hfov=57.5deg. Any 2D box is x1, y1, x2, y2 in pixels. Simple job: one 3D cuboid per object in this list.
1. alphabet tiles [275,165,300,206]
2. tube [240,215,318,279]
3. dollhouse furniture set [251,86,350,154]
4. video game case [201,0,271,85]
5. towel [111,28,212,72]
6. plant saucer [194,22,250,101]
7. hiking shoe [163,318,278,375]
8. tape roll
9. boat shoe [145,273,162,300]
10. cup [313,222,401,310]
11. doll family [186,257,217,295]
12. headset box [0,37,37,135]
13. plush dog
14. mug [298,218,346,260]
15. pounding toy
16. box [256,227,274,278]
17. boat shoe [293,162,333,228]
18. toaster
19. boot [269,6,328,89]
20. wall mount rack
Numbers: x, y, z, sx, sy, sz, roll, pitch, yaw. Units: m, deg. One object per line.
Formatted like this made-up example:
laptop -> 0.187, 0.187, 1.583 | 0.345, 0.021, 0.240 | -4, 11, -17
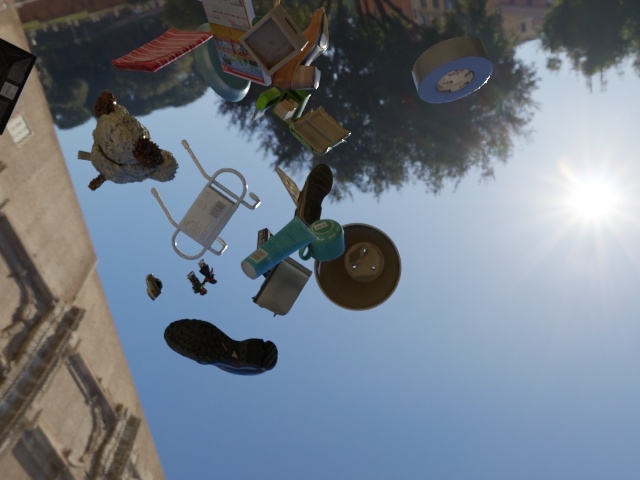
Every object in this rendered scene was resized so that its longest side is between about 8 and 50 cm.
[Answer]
alphabet tiles -> -0.073, -0.155, 2.403 | 0.011, 0.285, 0.342 | -35, -121, 9
tube -> -0.101, 0.017, 1.409 | 0.207, 0.080, 0.052 | -38, 174, -34
dollhouse furniture set -> -0.074, -0.388, 2.036 | 0.301, 0.151, 0.197 | 43, -134, 7
video game case -> -0.253, -0.609, 1.727 | 0.204, 0.285, 0.025 | 27, -123, 32
towel -> -0.491, -0.596, 1.817 | 0.199, 0.031, 0.275 | 16, -133, 33
plant saucer -> -0.371, -0.707, 2.294 | 0.044, 0.317, 0.317 | -14, -155, 30
hiking shoe -> -0.270, 0.301, 1.539 | 0.304, 0.132, 0.113 | 20, -128, -12
tape roll -> 0.380, -0.491, 1.691 | 0.219, 0.219, 0.072 | -15, -109, 2
boat shoe -> -0.566, 0.155, 2.003 | 0.049, 0.056, 0.152 | -29, -148, -4
cup -> 0.158, 0.094, 2.286 | 0.331, 0.331, 0.237 | -10, 180, 12
doll family -> -0.450, 0.149, 2.246 | 0.076, 0.111, 0.193 | -22, -160, 36
headset box -> -0.847, -0.386, 1.502 | 0.293, 0.110, 0.218 | 14, -99, 56
plush dog -> -0.497, -0.237, 1.451 | 0.210, 0.262, 0.225 | -46, 180, -30
mug -> 0.010, -0.002, 1.912 | 0.129, 0.097, 0.157 | 8, -136, 24
pounding toy -> -0.109, -0.497, 1.382 | 0.130, 0.141, 0.100 | -29, -157, 30
box -> -0.209, 0.079, 2.508 | 0.051, 0.175, 0.220 | -22, -139, 19
boat shoe -> -0.041, -0.167, 2.243 | 0.104, 0.111, 0.307 | -32, -150, 49
toaster -> -0.106, 0.124, 1.679 | 0.185, 0.110, 0.168 | -59, -179, -5
boot -> -0.096, -0.629, 1.903 | 0.220, 0.283, 0.109 | 10, -179, 17
wall mount rack -> -0.369, -0.123, 1.790 | 0.350, 0.304, 0.130 | -50, -172, 23
